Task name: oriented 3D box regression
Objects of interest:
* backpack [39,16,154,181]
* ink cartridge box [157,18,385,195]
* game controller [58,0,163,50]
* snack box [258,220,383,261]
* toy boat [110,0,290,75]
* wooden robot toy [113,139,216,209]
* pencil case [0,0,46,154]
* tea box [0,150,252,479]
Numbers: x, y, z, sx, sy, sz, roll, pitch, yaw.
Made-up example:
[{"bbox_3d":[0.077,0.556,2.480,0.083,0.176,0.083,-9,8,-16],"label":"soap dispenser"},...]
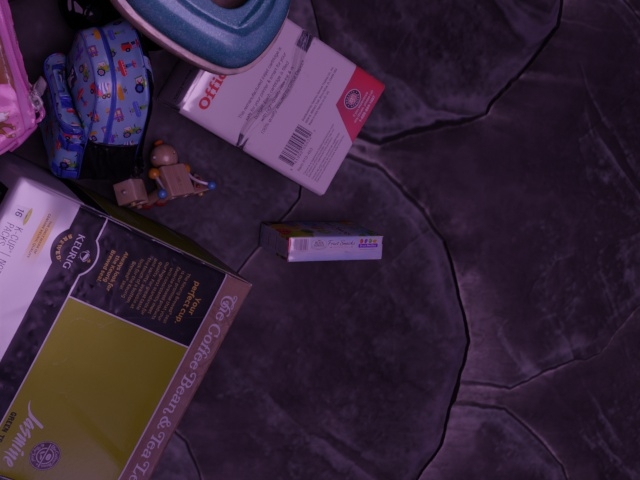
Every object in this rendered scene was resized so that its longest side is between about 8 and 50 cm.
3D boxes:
[{"bbox_3d":[-0.260,-0.172,1.515,0.117,0.158,0.173,-4,147,-23],"label":"backpack"},{"bbox_3d":[-0.064,-0.191,1.666,0.237,0.100,0.172,30,90,-30],"label":"ink cartridge box"},{"bbox_3d":[-0.209,-0.393,1.557,0.166,0.067,0.319,11,100,-28],"label":"game controller"},{"bbox_3d":[0.000,0.000,1.753,0.141,0.100,0.037,0,104,-25],"label":"snack box"},{"bbox_3d":[-0.117,-0.366,1.480,0.267,0.148,0.318,35,70,-23],"label":"toy boat"},{"bbox_3d":[-0.207,-0.086,1.644,0.173,0.076,0.079,-13,85,-52],"label":"wooden robot toy"},{"bbox_3d":[-0.424,-0.281,1.432,0.167,0.160,0.386,-20,112,-19],"label":"pencil case"},{"bbox_3d":[-0.319,0.107,1.560,0.323,0.220,0.329,28,91,-29],"label":"tea box"}]
